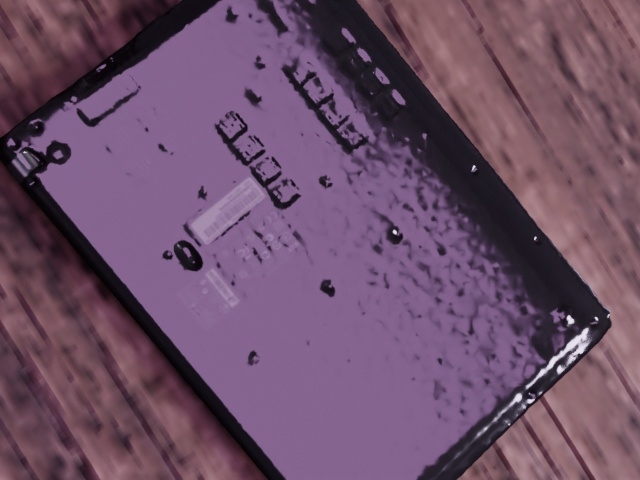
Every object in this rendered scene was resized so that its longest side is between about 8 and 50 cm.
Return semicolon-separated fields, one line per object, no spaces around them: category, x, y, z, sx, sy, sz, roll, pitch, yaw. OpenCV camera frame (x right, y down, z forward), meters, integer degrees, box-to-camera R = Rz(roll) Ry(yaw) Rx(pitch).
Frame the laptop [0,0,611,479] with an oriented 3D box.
laptop;0.000;0.000;0.447;0.129;0.016;0.180;-41;95;-16
